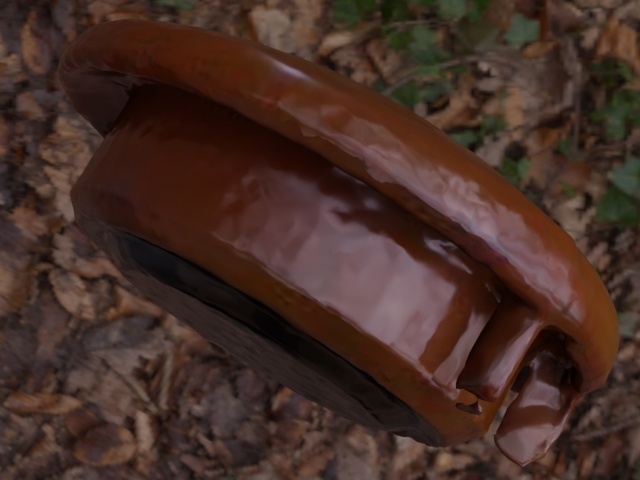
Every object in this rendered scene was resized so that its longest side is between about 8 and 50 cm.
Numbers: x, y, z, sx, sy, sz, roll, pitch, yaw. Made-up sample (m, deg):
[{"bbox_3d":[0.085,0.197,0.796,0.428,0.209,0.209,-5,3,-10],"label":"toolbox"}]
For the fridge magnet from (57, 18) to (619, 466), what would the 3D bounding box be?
[{"bbox_3d":[0.000,0.000,0.752,0.363,0.363,0.155,38,77,-30],"label":"fridge magnet"}]
